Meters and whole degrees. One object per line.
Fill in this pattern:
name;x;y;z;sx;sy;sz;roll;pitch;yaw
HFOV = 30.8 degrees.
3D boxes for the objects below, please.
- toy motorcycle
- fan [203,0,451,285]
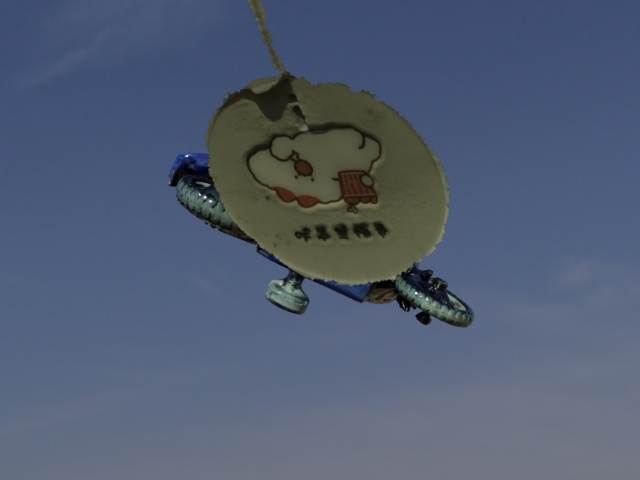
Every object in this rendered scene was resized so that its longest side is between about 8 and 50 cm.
toy motorcycle;0.000;0.000;1.116;0.315;0.113;0.169;25;11;-8
fan;-0.018;-0.096;0.809;0.191;0.009;0.329;-3;-53;30
